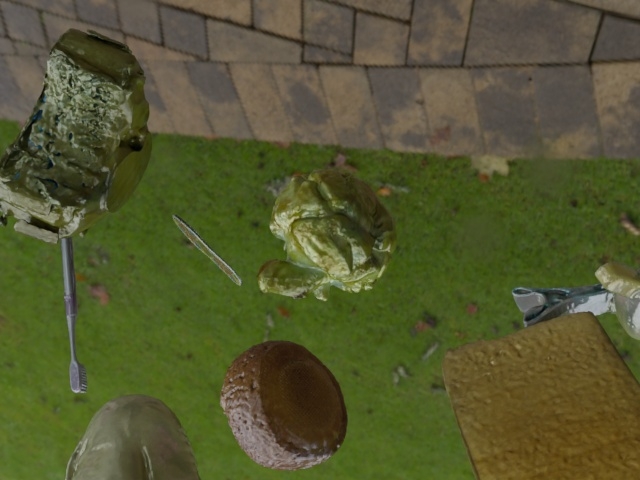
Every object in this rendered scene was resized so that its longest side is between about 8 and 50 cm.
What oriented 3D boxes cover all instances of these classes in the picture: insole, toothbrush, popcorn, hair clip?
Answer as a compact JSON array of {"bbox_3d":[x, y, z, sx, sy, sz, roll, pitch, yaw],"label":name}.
[{"bbox_3d":[-0.197,0.014,1.443,0.193,0.006,0.065,42,161,26],"label":"insole"},{"bbox_3d":[-0.454,0.109,1.538,0.024,0.354,0.029,-20,154,15],"label":"toothbrush"},{"bbox_3d":[0.000,0.000,1.161,0.198,0.212,0.198,39,173,6],"label":"popcorn"},{"bbox_3d":[0.320,0.056,0.896,0.218,0.071,0.159,-14,147,9],"label":"hair clip"}]

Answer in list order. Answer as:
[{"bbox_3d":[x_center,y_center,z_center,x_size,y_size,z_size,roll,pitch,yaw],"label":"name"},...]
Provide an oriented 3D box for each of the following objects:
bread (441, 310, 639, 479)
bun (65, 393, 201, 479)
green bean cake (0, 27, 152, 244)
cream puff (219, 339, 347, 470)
[{"bbox_3d":[0.232,0.201,0.797,0.184,0.275,0.114,-18,126,3],"label":"bread"},{"bbox_3d":[-0.273,0.403,1.215,0.361,0.213,0.361,48,147,47],"label":"bun"},{"bbox_3d":[-0.403,-0.161,1.413,0.202,0.310,0.285,24,152,0],"label":"green bean cake"},{"bbox_3d":[-0.093,0.374,1.884,0.303,0.303,0.212,40,132,-13],"label":"cream puff"}]
